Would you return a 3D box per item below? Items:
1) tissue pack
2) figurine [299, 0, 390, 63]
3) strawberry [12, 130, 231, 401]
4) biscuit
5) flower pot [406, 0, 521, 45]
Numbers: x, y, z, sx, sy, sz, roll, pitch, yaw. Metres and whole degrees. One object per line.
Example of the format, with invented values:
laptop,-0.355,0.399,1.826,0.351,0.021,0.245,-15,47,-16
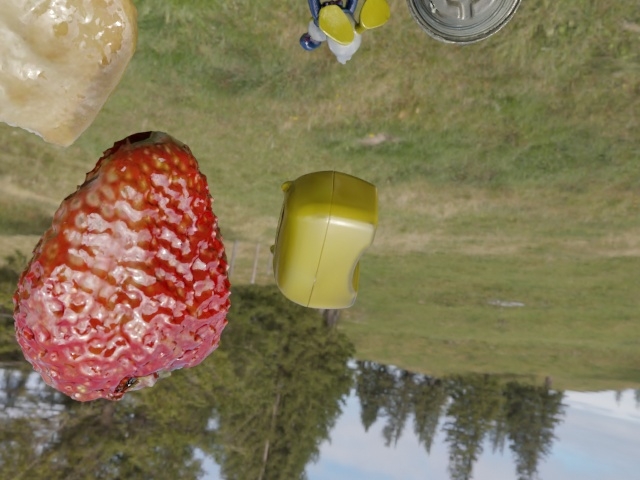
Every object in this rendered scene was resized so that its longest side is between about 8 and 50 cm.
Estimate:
tissue pack,0.000,0.000,0.869,0.127,0.123,0.178,8,129,-6
figurine,0.011,-0.608,1.753,0.205,0.283,0.338,-11,179,-23
strawberry,-0.243,0.029,0.855,0.267,0.351,0.312,23,-156,8
biscuit,-0.562,-0.395,1.211,0.446,0.104,0.429,-38,119,20
flower pot,0.260,-0.472,1.191,0.235,0.235,0.140,7,-158,12
